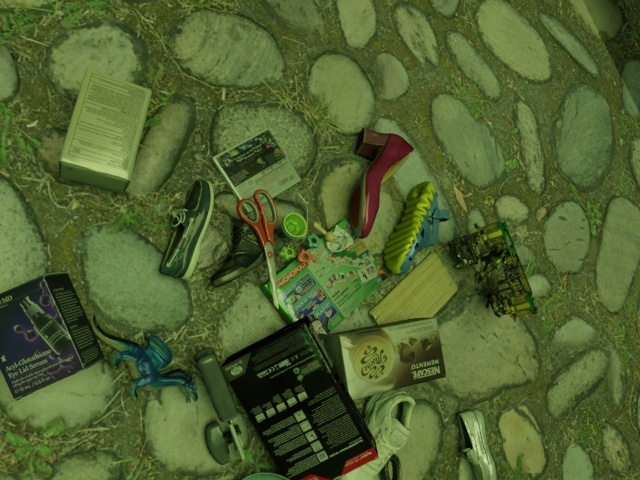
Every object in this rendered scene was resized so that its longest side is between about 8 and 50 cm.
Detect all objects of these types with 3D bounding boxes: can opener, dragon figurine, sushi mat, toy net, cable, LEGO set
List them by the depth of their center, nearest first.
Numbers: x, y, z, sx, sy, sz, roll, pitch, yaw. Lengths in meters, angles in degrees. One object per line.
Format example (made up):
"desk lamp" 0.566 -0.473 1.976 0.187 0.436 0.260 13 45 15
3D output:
"dragon figurine" -0.389 0.260 1.170 0.144 0.085 0.289 -34 96 -28
"can opener" -0.241 0.389 1.193 0.095 0.076 0.283 -22 106 -16
"toy net" 0.000 0.000 1.380 0.232 0.045 0.122 6 67 -29
"cable" 0.207 0.721 1.384 0.140 0.072 0.287 20 71 -28
"sushi mat" 0.285 0.181 1.567 0.317 0.019 0.151 -39 99 -28
"LEGO set" 0.501 0.095 1.578 0.331 0.192 0.255 65 24 -7

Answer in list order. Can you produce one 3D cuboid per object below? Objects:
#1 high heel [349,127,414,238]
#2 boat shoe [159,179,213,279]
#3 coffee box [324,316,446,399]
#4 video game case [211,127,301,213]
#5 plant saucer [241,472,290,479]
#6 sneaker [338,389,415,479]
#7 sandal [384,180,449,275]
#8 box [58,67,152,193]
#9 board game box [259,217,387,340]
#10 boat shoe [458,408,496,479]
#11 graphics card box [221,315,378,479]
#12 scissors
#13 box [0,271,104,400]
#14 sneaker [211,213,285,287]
"high heel" 0.190 -0.161 1.508 0.182 0.127 0.376 14 65 -13
"boat shoe" -0.327 -0.034 1.262 0.079 0.095 0.254 20 80 -34
"coffee box" 0.175 0.313 1.413 0.298 0.119 0.168 -6 83 -22
"video game case" -0.171 -0.191 1.411 0.190 0.022 0.173 -36 97 -27
"plant saucer" -0.118 0.624 1.221 0.195 0.037 0.194 1 97 7
"sneaker" 0.144 0.519 1.350 0.114 0.152 0.305 37 67 -18
"sandal" 0.300 -0.024 1.562 0.138 0.126 0.317 38 67 -20
"box" -0.493 -0.245 1.199 0.149 0.127 0.232 16 73 -24
"board game box" 0.016 0.113 1.429 0.317 0.046 0.213 -39 97 -28
"boat shoe" 0.449 0.616 1.534 0.076 0.083 0.226 -2 68 -15
"graphics card box" -0.048 0.398 1.256 0.233 0.094 0.370 -29 94 4
"scissors" -0.123 0.016 1.307 0.109 0.021 0.296 -22 91 -40
"box" -0.564 0.186 1.055 0.153 0.108 0.207 -25 91 -2
"sneaker" -0.205 0.020 1.315 0.228 0.087 0.130 -39 96 -31
